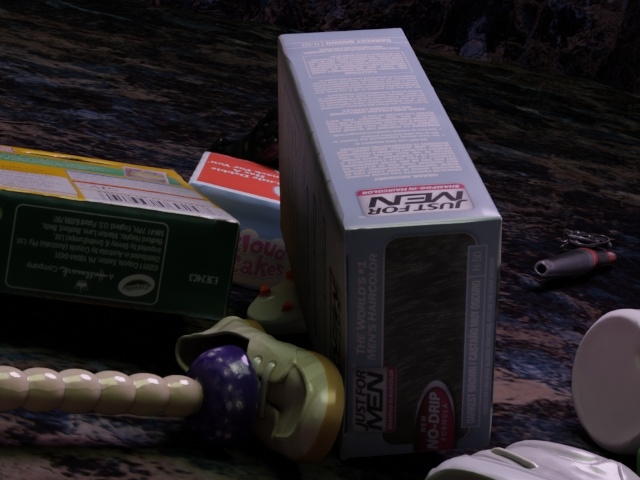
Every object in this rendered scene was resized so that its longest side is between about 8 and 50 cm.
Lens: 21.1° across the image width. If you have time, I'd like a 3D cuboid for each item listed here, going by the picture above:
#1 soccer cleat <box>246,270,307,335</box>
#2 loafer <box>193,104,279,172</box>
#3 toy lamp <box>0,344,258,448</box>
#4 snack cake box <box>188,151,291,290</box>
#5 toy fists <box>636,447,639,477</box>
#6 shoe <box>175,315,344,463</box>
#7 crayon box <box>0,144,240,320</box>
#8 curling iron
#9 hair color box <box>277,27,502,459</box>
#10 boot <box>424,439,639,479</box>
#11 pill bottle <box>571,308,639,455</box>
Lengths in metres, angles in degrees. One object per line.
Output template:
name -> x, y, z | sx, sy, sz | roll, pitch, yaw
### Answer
soccer cleat -> 0.025, 0.056, 1.480 | 0.196, 0.076, 0.068 | -18, 32, -31
loafer -> -0.057, -0.076, 1.740 | 0.078, 0.076, 0.223 | 24, -31, -29
toy lamp -> -0.170, 0.094, 1.080 | 0.274, 0.080, 0.080 | 4, 17, -35
snack cake box -> 0.000, 0.000, 1.617 | 0.264, 0.089, 0.152 | 14, 15, -1
toy fists -> 0.301, 0.203, 1.104 | 0.142, 0.096, 0.279 | 26, 8, -26
shoe -> -0.045, 0.101, 1.194 | 0.058, 0.077, 0.219 | 11, 5, -23
crayon box -> -0.197, -0.014, 1.401 | 0.203, 0.083, 0.323 | 8, 8, -14
curling iron -> 0.283, 0.022, 1.943 | 0.068, 0.035, 0.274 | 15, 12, 18
hair color box -> 0.042, -0.014, 1.326 | 0.113, 0.185, 0.374 | -4, 27, -6
boot -> 0.195, 0.185, 1.055 | 0.258, 0.095, 0.123 | 22, 22, 33
pill bottle -> 0.320, 0.120, 1.407 | 0.208, 0.118, 0.117 | 6, 16, -31
